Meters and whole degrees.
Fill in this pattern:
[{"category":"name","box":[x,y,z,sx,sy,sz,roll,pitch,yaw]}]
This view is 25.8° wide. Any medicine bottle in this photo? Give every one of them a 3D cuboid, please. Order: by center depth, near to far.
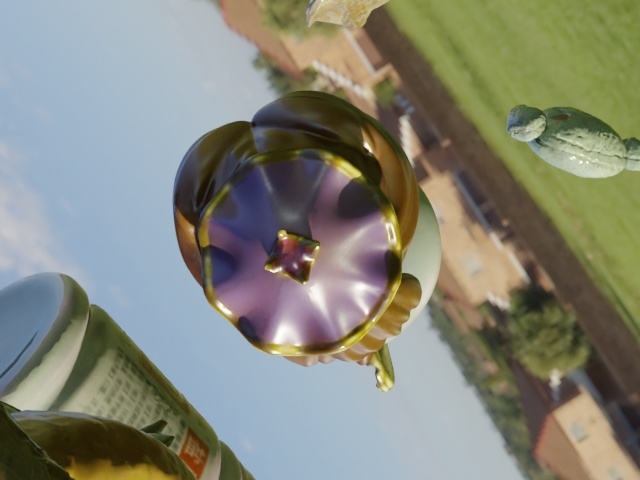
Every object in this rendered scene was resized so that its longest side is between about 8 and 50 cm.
[{"category":"medicine bottle","box":[-0.190,0.201,1.190,0.316,0.202,0.202,51,-174,-27]}]

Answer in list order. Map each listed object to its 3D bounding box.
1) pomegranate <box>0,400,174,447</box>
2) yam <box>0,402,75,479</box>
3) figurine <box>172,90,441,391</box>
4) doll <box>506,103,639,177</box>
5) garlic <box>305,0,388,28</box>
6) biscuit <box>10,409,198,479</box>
[{"category":"pomegranate","box":[-0.189,0.175,0.849,0.187,0.225,0.187,161,90,-76]},{"category":"yam","box":[-0.124,0.112,0.579,0.300,0.066,0.066,49,-177,2]},{"category":"figurine","box":[0.000,0.000,0.842,0.190,0.142,0.263,63,-174,12]},{"category":"doll","box":[0.297,-0.116,1.632,0.214,0.072,0.103,11,-166,-30]},{"category":"garlic","box":[0.025,-0.266,1.263,0.174,0.124,0.099,-6,-123,-45]},{"category":"biscuit","box":[-0.131,0.233,0.708,0.296,0.102,0.297,1,-91,-63]}]
